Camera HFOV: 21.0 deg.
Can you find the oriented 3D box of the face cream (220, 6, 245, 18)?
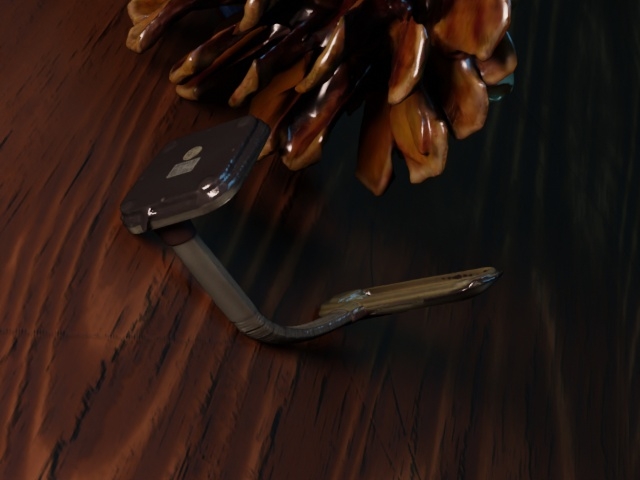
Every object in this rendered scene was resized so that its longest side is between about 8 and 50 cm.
[{"bbox_3d":[-0.010,-0.253,1.833,0.264,0.083,0.149,-3,70,-62],"label":"face cream"}]

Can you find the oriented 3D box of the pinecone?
[{"bbox_3d":[-0.017,-0.232,1.520,0.384,0.384,0.384,41,28,-27],"label":"pinecone"}]

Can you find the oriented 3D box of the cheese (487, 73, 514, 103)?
[{"bbox_3d":[0.163,-0.276,2.198,0.227,0.064,0.137,58,23,11],"label":"cheese"}]

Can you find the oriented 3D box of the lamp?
[{"bbox_3d":[0.000,0.007,1.399,0.283,0.203,0.125,41,46,-35],"label":"lamp"}]
